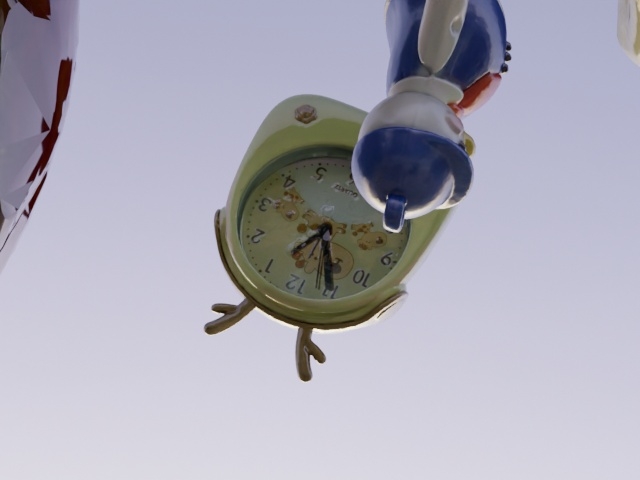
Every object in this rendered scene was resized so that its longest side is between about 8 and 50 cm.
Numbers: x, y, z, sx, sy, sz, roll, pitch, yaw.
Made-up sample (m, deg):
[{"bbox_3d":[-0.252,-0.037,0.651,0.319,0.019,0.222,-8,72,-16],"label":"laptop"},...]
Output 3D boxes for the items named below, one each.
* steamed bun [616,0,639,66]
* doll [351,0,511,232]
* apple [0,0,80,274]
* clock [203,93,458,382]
[{"bbox_3d":[0.350,-0.252,0.712,0.289,0.276,0.203,0,-6,19],"label":"steamed bun"},{"bbox_3d":[0.044,-0.061,0.414,0.057,0.143,0.099,14,-35,8],"label":"doll"},{"bbox_3d":[-0.193,-0.087,0.418,0.179,0.254,0.346,3,-63,-19],"label":"apple"},{"bbox_3d":[0.000,0.000,1.115,0.235,0.308,0.096,25,-23,11],"label":"clock"}]
